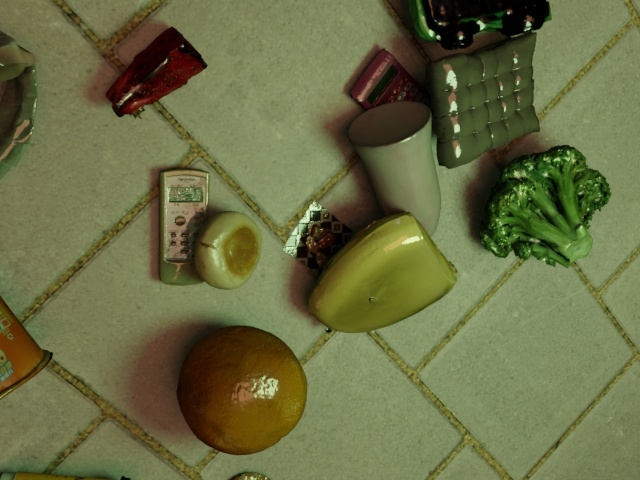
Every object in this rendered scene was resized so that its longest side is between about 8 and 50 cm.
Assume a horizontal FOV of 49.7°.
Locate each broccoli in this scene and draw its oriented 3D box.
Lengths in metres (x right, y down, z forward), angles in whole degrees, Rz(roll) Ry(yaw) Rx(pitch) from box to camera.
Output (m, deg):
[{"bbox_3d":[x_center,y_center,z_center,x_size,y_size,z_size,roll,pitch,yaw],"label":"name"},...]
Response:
[{"bbox_3d":[0.510,-0.055,1.551,0.307,0.275,0.308,-13,133,-14],"label":"broccoli"}]

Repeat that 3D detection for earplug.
[{"bbox_3d":[0.177,-0.120,1.457,0.172,0.172,0.301,-30,126,-13],"label":"earplug"}]

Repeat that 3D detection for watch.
[{"bbox_3d":[-0.583,-0.201,1.131,0.253,0.161,0.241,-27,132,-32],"label":"watch"}]

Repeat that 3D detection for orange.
[{"bbox_3d":[-0.150,0.298,1.375,0.264,0.264,0.265,-5,103,-20],"label":"orange"}]

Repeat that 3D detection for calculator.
[{"bbox_3d":[0.158,-0.301,1.478,0.190,0.034,0.127,38,86,-30],"label":"calculator"}]

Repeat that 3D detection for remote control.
[{"bbox_3d":[-0.270,-0.026,1.368,0.098,0.038,0.234,-1,101,-22],"label":"remote control"}]

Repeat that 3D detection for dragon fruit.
[{"bbox_3d":[-0.296,-0.288,1.261,0.192,0.122,0.092,-45,128,-10],"label":"dragon fruit"}]

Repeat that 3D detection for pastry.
[{"bbox_3d":[-0.186,0.017,1.357,0.156,0.091,0.157,-15,108,-56],"label":"pastry"}]

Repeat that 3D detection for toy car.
[{"bbox_3d":[0.339,-0.523,1.429,0.358,0.176,0.214,-17,106,-13],"label":"toy car"}]

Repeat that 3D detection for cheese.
[{"bbox_3d":[0.115,0.089,1.459,0.315,0.128,0.260,-29,125,13],"label":"cheese"}]

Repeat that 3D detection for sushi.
[{"bbox_3d":[0.000,0.000,1.485,0.120,0.026,0.126,35,87,-23],"label":"sushi"}]

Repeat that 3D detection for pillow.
[{"bbox_3d":[0.349,-0.304,1.472,0.326,0.101,0.228,-23,110,-35],"label":"pillow"}]

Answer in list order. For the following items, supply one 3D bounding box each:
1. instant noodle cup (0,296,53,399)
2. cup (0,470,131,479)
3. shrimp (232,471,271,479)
[{"bbox_3d":[-0.633,0.175,1.151,0.296,0.296,0.214,-28,102,-14],"label":"instant noodle cup"},{"bbox_3d":[-0.493,0.538,1.332,0.279,0.196,0.197,18,95,-17],"label":"cup"},{"bbox_3d":[-0.125,0.575,1.554,0.184,0.043,0.092,24,89,-23],"label":"shrimp"}]
